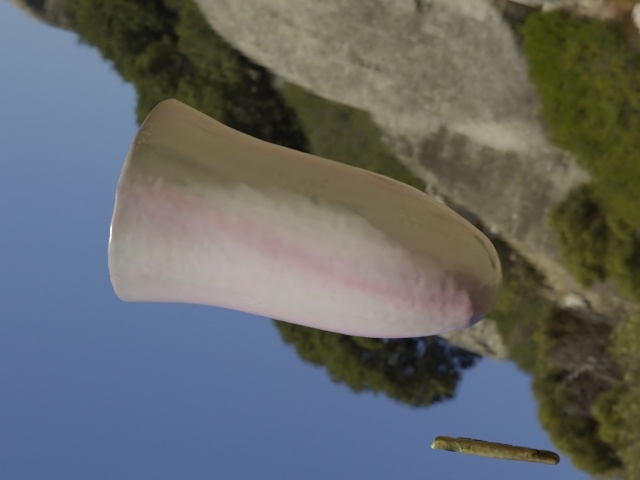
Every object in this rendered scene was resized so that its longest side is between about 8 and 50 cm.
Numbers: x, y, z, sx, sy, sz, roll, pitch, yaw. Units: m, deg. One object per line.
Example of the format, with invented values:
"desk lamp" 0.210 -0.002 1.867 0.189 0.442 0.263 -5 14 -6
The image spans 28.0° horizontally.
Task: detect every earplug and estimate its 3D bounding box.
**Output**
"earplug" 0.000 0.000 1.042 0.301 0.172 0.172 13 -168 9

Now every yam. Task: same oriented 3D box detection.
"yam" 0.145 0.173 1.062 0.107 0.014 0.014 7 -167 1
